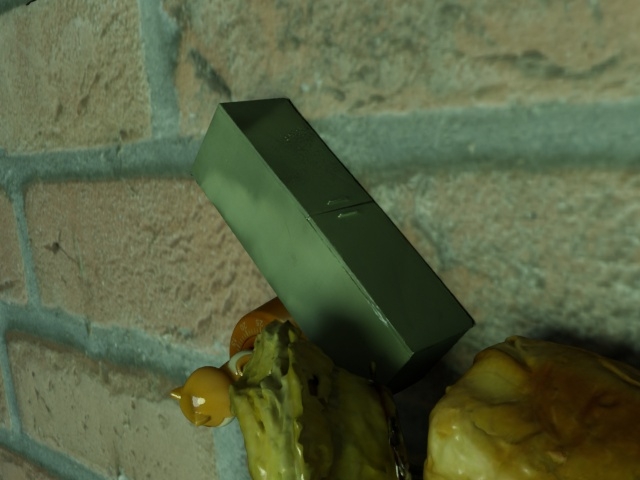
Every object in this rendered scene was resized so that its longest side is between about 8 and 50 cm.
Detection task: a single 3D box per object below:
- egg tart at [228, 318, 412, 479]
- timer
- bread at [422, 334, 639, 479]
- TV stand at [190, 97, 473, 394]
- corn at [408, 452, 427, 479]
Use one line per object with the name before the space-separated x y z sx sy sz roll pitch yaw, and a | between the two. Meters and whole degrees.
egg tart | 0.008 0.165 0.489 0.241 0.105 0.241 169 90 -89
timer | -0.063 0.126 0.657 0.132 0.152 0.132 15 111 43
bread | 0.215 0.182 0.393 0.344 0.149 0.195 21 128 40
TV stand | 0.000 0.000 0.612 0.269 0.082 0.088 52 134 21
corn | 0.087 0.304 0.603 0.086 0.086 0.288 13 112 43
